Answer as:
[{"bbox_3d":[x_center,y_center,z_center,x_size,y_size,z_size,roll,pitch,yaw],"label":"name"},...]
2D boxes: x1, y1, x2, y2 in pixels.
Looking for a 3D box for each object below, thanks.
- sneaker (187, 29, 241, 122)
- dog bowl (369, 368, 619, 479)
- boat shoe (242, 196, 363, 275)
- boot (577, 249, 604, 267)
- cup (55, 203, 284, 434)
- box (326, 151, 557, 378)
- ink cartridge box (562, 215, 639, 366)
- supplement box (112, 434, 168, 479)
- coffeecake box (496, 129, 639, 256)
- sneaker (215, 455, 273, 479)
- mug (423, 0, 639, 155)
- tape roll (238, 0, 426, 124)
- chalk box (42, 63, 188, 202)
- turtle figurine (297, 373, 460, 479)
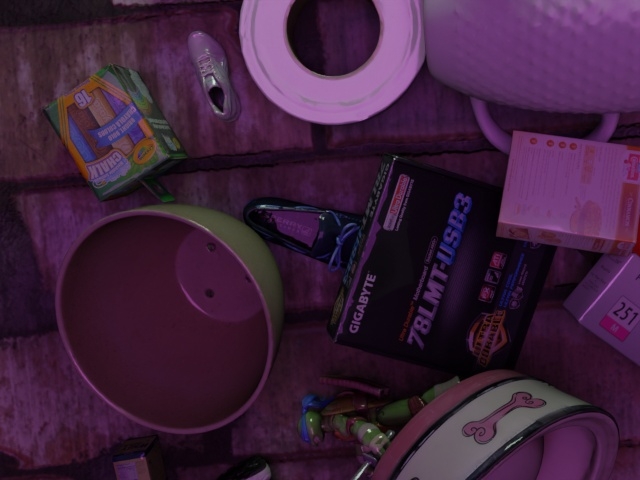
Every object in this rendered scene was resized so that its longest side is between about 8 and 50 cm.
[{"bbox_3d":[-0.167,-0.259,1.376,0.053,0.061,0.152,-23,93,9],"label":"sneaker"},{"bbox_3d":[0.233,0.363,1.270,0.150,0.408,0.408,41,101,41],"label":"dog bowl"},{"bbox_3d":[0.000,0.000,1.376,0.258,0.089,0.109,9,97,4],"label":"boat shoe"},{"bbox_3d":[0.427,0.005,1.358,0.106,0.082,0.219,28,127,42],"label":"boot"},{"bbox_3d":[-0.185,0.084,1.310,0.331,0.237,0.331,6,108,17],"label":"cup"},{"bbox_3d":[0.191,0.047,1.337,0.293,0.073,0.296,16,98,-15],"label":"box"},{"bbox_3d":[0.533,0.083,1.307,0.275,0.060,0.239,34,100,-22],"label":"ink cartridge box"},{"bbox_3d":[-0.295,0.376,1.449,0.056,0.083,0.083,-11,96,6],"label":"supplement box"},{"bbox_3d":[0.352,-0.067,1.242,0.185,0.068,0.142,9,73,12],"label":"coffeecake box"},{"bbox_3d":[-0.186,0.465,1.445,0.271,0.100,0.108,-29,98,8],"label":"sneaker"},{"bbox_3d":[0.323,-0.274,1.246,0.327,0.276,0.374,2,127,15],"label":"mug"},{"bbox_3d":[0.022,-0.316,1.333,0.286,0.100,0.286,1,97,6],"label":"tape roll"},{"bbox_3d":[-0.300,-0.144,1.365,0.132,0.132,0.213,-30,92,7],"label":"chalk box"},{"bbox_3d":[0.111,0.323,1.355,0.266,0.275,0.198,-19,129,3],"label":"turtle figurine"}]
